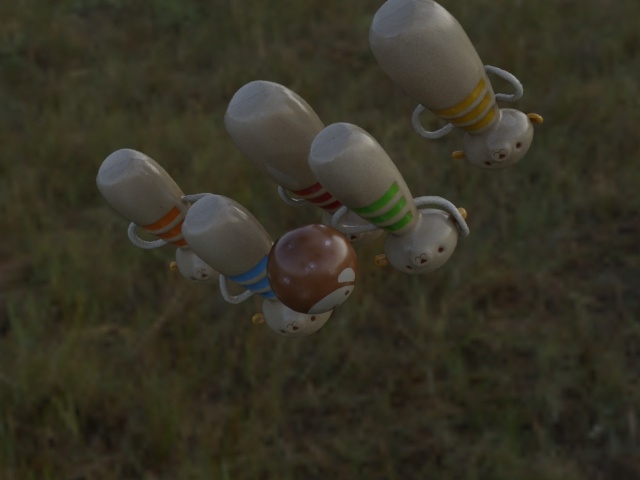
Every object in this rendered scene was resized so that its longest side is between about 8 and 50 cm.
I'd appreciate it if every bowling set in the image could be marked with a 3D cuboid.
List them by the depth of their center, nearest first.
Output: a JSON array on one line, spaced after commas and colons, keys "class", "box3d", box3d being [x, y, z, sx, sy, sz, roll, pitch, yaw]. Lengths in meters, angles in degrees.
[{"class": "bowling set", "box3d": [0.000, 0.000, 1.135, 0.287, 0.154, 0.200, -25, 43, 22]}]
